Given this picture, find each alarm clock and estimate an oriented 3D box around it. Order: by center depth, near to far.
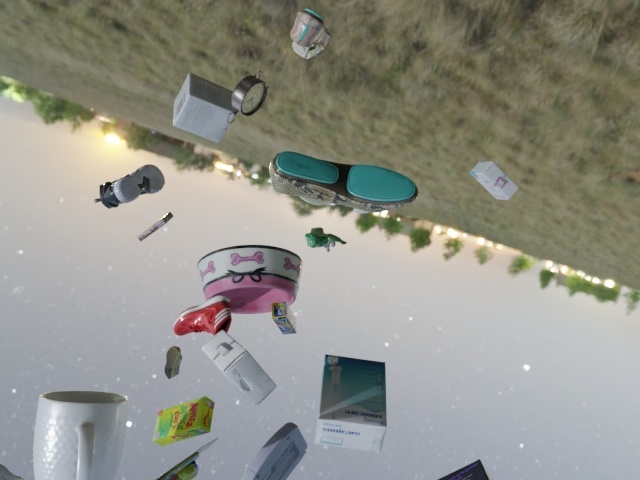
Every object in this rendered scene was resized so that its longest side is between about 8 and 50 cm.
[{"bbox_3d":[-0.249,-0.465,1.972,0.064,0.192,0.129,33,172,16],"label":"alarm clock"}]

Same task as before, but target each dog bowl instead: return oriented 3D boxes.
[{"bbox_3d":[-0.265,0.163,2.276,0.407,0.150,0.408,-4,156,-2],"label":"dog bowl"}]

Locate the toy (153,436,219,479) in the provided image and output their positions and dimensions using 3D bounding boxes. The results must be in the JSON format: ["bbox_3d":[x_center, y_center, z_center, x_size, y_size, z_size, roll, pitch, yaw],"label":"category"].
[{"bbox_3d":[-0.352,0.581,1.467,0.237,0.137,0.056,-11,-117,-56],"label":"toy"}]

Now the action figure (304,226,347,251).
[{"bbox_3d":[0.000,0.000,1.948,0.137,0.064,0.232,18,-174,13],"label":"action figure"}]

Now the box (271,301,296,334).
[{"bbox_3d":[-0.126,0.272,2.082,0.054,0.059,0.169,-8,151,6],"label":"box"}]

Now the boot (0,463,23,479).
[{"bbox_3d":[-0.796,0.528,1.333,0.095,0.123,0.258,0,141,38],"label":"boot"}]

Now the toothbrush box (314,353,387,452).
[{"bbox_3d":[0.103,0.531,1.970,0.216,0.126,0.295,7,-149,-1],"label":"toothbrush box"}]

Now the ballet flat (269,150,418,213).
[{"bbox_3d":[0.069,-0.171,1.954,0.482,0.164,0.182,12,146,2],"label":"ballet flat"}]

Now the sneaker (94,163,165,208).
[{"bbox_3d":[-0.652,-0.182,2.028,0.153,0.101,0.268,-14,-167,22],"label":"sneaker"}]

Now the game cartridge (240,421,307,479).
[{"bbox_3d":[-0.172,0.841,2.254,0.062,0.297,0.198,14,139,41],"label":"game cartridge"}]

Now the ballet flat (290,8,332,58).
[{"bbox_3d":[-0.036,-0.561,1.647,0.107,0.106,0.316,28,-167,1],"label":"ballet flat"}]

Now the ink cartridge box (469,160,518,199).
[{"bbox_3d":[0.524,-0.181,1.801,0.122,0.052,0.088,42,179,-13],"label":"ink cartridge box"}]

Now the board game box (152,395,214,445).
[{"bbox_3d":[-0.387,0.512,1.688,0.181,0.092,0.043,-23,131,24],"label":"board game box"}]

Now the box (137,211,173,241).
[{"bbox_3d":[-0.646,-0.055,2.340,0.027,0.137,0.094,53,-164,-14],"label":"box"}]

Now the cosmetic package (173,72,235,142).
[{"bbox_3d":[-0.426,-0.485,2.192,0.183,0.151,0.151,19,-140,-29],"label":"cosmetic package"}]

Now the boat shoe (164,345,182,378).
[{"bbox_3d":[-0.504,0.419,2.074,0.048,0.153,0.056,-14,-136,-41],"label":"boat shoe"}]

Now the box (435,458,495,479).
[{"bbox_3d":[0.341,0.625,1.225,0.165,0.143,0.270,55,-169,-26],"label":"box"}]

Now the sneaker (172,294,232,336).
[{"bbox_3d":[-0.384,0.278,1.942,0.087,0.221,0.128,40,-159,-47],"label":"sneaker"}]

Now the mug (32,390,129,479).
[{"bbox_3d":[-0.751,0.662,1.868,0.276,0.328,0.374,8,172,-26],"label":"mug"}]

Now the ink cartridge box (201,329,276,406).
[{"bbox_3d":[-0.240,0.368,1.740,0.159,0.092,0.218,55,164,-23],"label":"ink cartridge box"}]
